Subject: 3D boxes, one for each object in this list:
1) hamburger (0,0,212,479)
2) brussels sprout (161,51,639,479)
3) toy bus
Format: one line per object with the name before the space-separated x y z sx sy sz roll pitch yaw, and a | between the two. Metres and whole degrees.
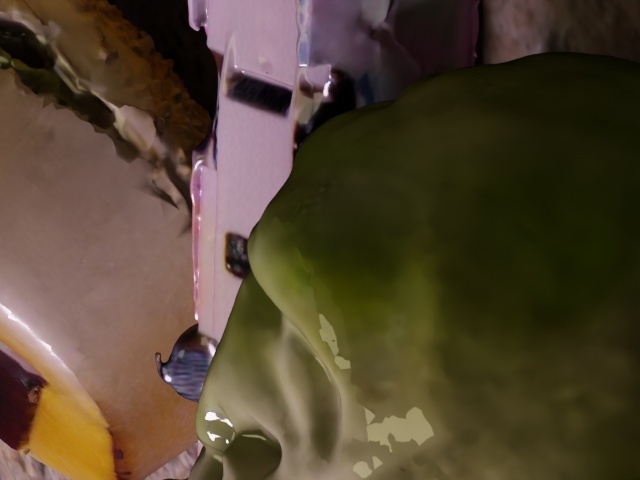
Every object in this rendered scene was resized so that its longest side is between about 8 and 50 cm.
hamburger | -0.143 -0.012 0.989 0.302 0.170 0.302 33 159 15
brussels sprout | 0.082 0.099 0.682 0.273 0.242 0.317 25 103 5
toy bus | 0.000 0.000 0.833 0.090 0.112 0.274 26 123 44
